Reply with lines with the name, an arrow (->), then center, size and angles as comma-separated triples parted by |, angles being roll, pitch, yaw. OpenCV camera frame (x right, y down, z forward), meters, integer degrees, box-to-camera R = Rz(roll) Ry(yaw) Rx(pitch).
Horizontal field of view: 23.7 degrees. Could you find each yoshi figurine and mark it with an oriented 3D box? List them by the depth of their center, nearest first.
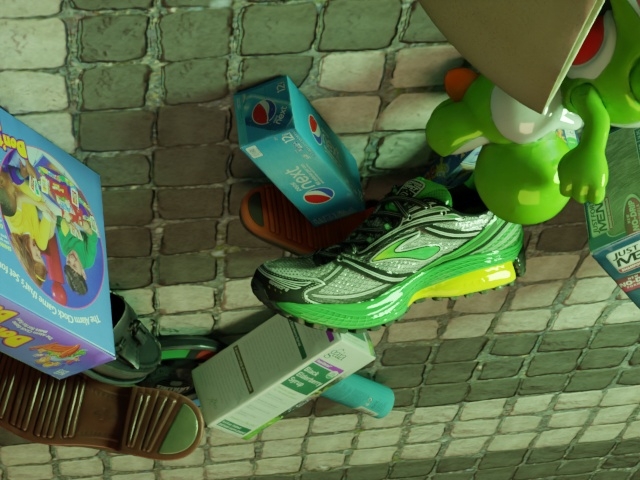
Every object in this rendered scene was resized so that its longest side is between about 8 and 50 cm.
yoshi figurine -> 0.297, -0.125, 1.608 | 0.362, 0.203, 0.203 | -16, 158, 19

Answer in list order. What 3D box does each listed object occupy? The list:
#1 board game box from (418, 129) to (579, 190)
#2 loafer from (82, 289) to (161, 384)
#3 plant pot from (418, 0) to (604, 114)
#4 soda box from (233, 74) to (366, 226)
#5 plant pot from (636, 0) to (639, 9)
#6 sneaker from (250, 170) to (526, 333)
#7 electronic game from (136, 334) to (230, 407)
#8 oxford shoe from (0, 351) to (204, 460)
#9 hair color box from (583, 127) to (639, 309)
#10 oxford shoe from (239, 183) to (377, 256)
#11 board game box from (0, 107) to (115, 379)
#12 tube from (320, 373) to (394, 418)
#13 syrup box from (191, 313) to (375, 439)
board game box -> 0.198, -0.076, 1.826 | 0.136, 0.035, 0.201 | 8, 148, -28
loafer -> -0.289, 0.101, 1.940 | 0.095, 0.109, 0.302 | -27, 144, 23
plant pot -> 0.164, -0.272, 1.260 | 0.191, 0.284, 0.284 | 27, 150, 7
soda box -> -0.021, -0.095, 1.687 | 0.067, 0.071, 0.210 | -18, 151, 15
plant pot -> 0.389, -0.264, 1.394 | 0.180, 0.201, 0.201 | -12, 157, 41
sneaker -> 0.075, 0.001, 1.732 | 0.343, 0.134, 0.146 | -17, 119, -24
electronic game -> -0.216, 0.196, 2.189 | 0.229, 0.048, 0.229 | -7, 151, -4
oxford shoe -> -0.331, 0.232, 2.094 | 0.348, 0.123, 0.130 | 19, 169, 0
hair color box -> 0.441, 0.024, 1.851 | 0.105, 0.174, 0.347 | -25, 134, 26
oxford shoe -> 0.000, 0.000, 1.849 | 0.271, 0.097, 0.098 | 15, 149, -38
board game box -> -0.346, -0.025, 1.551 | 0.078, 0.233, 0.347 | -21, 149, 20
tube -> 0.024, 0.218, 2.306 | 0.080, 0.052, 0.207 | -35, 138, 31
syrup box -> -0.052, 0.171, 2.099 | 0.237, 0.096, 0.093 | -33, 147, 19
